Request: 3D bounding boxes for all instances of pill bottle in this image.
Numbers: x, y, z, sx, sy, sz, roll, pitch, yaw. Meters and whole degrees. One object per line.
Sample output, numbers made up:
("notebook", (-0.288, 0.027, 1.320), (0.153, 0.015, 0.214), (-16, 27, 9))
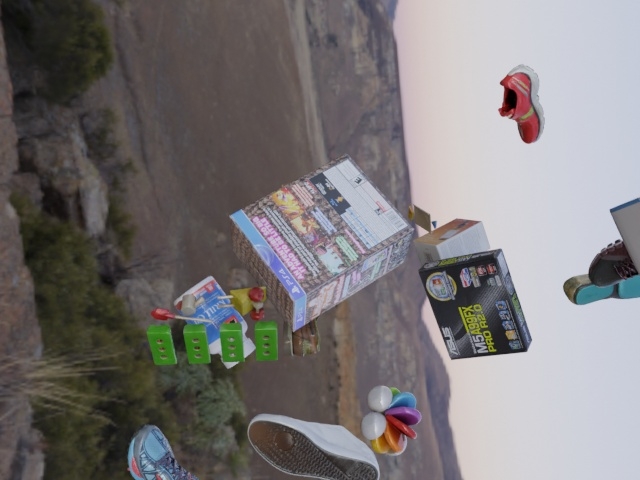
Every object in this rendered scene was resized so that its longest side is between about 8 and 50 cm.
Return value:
("pill bottle", (-0.266, 0.212, 1.760), (0.221, 0.124, 0.124), (53, 8, -1))

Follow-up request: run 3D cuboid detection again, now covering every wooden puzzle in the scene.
("wooden puzzle", (0.277, -0.060, 1.847), (0.116, 0.014, 0.078), (43, -25, 40))

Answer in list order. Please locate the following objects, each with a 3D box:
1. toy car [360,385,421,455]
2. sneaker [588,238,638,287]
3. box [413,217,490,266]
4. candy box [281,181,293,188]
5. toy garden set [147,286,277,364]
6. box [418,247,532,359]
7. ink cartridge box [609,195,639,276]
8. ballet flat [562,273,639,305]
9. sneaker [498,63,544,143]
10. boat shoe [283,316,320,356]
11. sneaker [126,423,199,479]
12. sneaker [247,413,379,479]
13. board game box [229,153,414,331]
("toy car", (0.202, 0.479, 1.827), (0.159, 0.136, 0.182), (44, 50, -35))
("sneaker", (0.838, 0.057, 1.804), (0.106, 0.281, 0.162), (40, 28, -12))
("box", (0.384, 0.012, 2.010), (0.130, 0.170, 0.091), (12, -54, 65))
("candy box", (0.012, -0.037, 1.866), (0.087, 0.183, 0.316), (84, -8, -50))
("toy garden set", (-0.206, 0.158, 1.313), (0.204, 0.244, 0.049), (93, -6, -47))
("box", (0.399, 0.169, 1.766), (0.060, 0.216, 0.270), (-38, 111, -54))
("ink cartridge box", (0.805, -0.046, 1.432), (0.197, 0.270, 0.198), (67, -17, 6))
("ballet flat", (1.016, 0.149, 2.411), (0.123, 0.348, 0.123), (171, -90, -79))
("sneaker", (0.590, -0.395, 2.058), (0.107, 0.118, 0.279), (46, -12, 48))
("boat shoe", (-0.047, 0.199, 1.934), (0.111, 0.104, 0.307), (88, 1, -48))
("sneaker", (-0.296, 0.486, 1.402), (0.104, 0.125, 0.262), (-44, 119, -55))
("sneaker", (-0.017, 0.433, 1.454), (0.123, 0.290, 0.106), (-88, -156, -75))
("board game box", (0.000, 0.000, 1.399), (0.232, 0.291, 0.141), (51, -21, 25))
